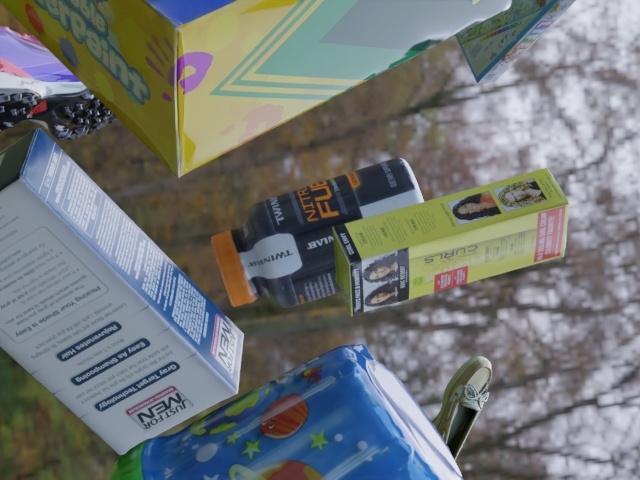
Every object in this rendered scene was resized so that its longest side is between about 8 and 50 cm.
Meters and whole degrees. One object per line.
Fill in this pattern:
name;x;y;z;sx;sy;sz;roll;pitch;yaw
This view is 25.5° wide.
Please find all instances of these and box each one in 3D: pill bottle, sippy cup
pill bottle;0.000;0.000;1.638;0.130;0.246;0.130;162;-90;-88
sippy cup;-0.013;0.208;1.146;0.240;0.224;0.305;47;10;-39

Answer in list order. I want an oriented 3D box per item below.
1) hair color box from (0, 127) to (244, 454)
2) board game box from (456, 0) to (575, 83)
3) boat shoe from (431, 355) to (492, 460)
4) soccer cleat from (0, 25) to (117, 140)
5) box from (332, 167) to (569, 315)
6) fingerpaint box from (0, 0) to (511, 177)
hair color box;-0.257;0.062;1.525;0.347;0.174;0.105;49;24;-28
board game box;0.184;-0.240;1.394;0.154;0.026;0.103;-45;-119;51
boat shoe;0.176;0.218;1.772;0.153;0.056;0.048;-59;-141;3
soccer cleat;-0.300;-0.173;1.464;0.109;0.318;0.116;-37;-104;29
box;0.130;0.002;1.418;0.087;0.232;0.058;87;-17;-47
fingerpaint box;-0.104;-0.303;1.241;0.445;0.371;0.163;42;-33;30
